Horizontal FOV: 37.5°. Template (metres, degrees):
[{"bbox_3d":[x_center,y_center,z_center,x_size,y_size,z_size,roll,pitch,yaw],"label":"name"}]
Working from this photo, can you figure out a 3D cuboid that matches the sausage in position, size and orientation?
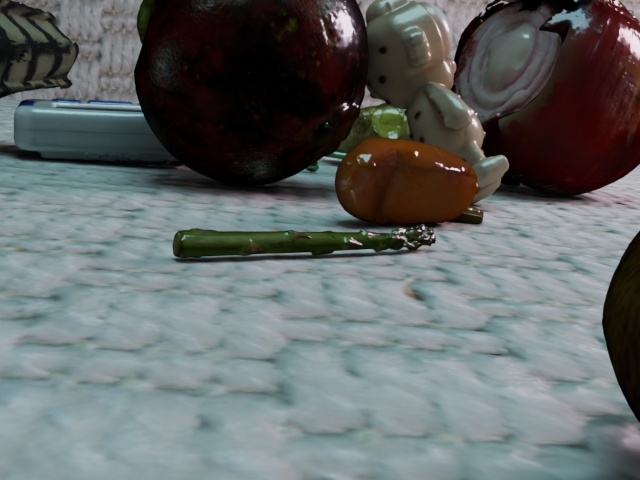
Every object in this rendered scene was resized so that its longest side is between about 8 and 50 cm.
[{"bbox_3d":[0.081,-0.057,0.933,0.179,0.089,0.089,4,8,-41],"label":"sausage"}]

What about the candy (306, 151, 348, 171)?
[{"bbox_3d":[-0.017,-0.133,1.377,0.288,0.078,0.084,7,39,-9],"label":"candy"}]

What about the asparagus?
[{"bbox_3d":[0.000,0.000,0.726,0.249,0.025,0.024,-2,-31,-35],"label":"asparagus"}]

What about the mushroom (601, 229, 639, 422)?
[{"bbox_3d":[0.227,0.010,0.318,0.267,0.254,0.267,6,-17,2],"label":"mushroom"}]

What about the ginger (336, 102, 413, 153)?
[{"bbox_3d":[0.110,-0.170,1.575,0.216,0.102,0.157,0,-17,-3],"label":"ginger"}]

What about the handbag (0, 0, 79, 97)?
[{"bbox_3d":[-0.544,-0.234,1.266,0.326,0.162,0.327,-10,6,14],"label":"handbag"}]

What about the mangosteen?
[{"bbox_3d":[-0.086,-0.217,1.121,0.311,0.311,0.311,5,9,-1],"label":"mangosteen"}]

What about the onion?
[{"bbox_3d":[0.356,-0.224,1.399,0.342,0.341,0.341,5,9,-1],"label":"onion"}]

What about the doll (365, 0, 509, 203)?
[{"bbox_3d":[0.138,-0.174,1.181,0.119,0.278,0.154,-26,-10,-12],"label":"doll"}]

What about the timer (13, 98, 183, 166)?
[{"bbox_3d":[-0.286,-0.148,1.295,0.254,0.078,0.178,1,13,-15],"label":"timer"}]

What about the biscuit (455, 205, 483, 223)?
[{"bbox_3d":[0.141,-0.032,1.022,0.082,0.016,0.092,0,9,-32],"label":"biscuit"}]
